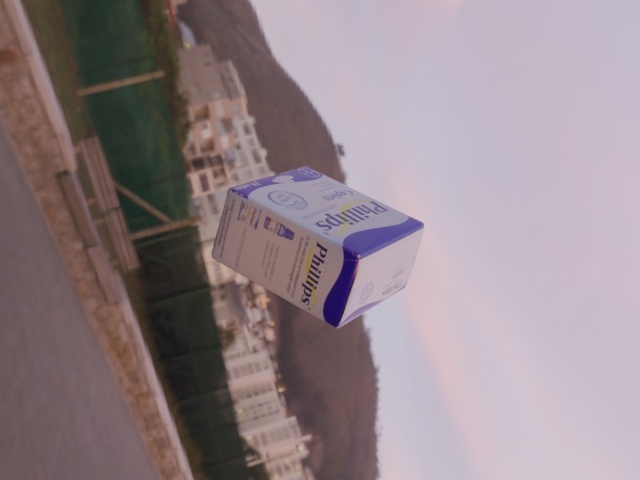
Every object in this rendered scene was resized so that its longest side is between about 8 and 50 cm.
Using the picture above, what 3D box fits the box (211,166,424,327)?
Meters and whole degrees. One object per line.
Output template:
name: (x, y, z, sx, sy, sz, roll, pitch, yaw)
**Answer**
box: (0.000, 0.000, 0.769, 0.137, 0.126, 0.072, 28, -64, 23)
